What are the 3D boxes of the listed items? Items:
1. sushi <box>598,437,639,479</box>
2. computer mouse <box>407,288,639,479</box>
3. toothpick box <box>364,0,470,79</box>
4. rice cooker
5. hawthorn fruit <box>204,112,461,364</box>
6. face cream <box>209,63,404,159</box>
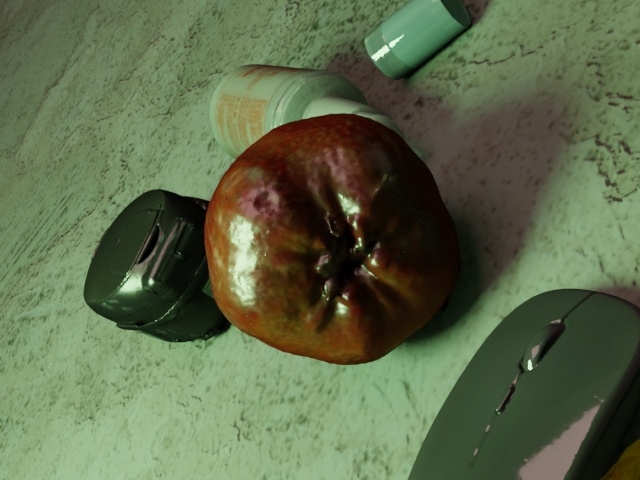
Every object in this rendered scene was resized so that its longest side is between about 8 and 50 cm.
[{"bbox_3d":[0.232,0.098,0.375,0.296,0.179,0.167,-39,51,33],"label":"sushi"},{"bbox_3d":[0.108,0.129,0.602,0.120,0.057,0.232,16,75,58],"label":"computer mouse"},{"bbox_3d":[0.086,-0.187,0.941,0.083,0.052,0.052,-34,37,31],"label":"toothpick box"},{"bbox_3d":[-0.149,0.026,1.013,0.203,0.118,0.142,6,66,58],"label":"rice cooker"},{"bbox_3d":[0.000,0.000,0.777,0.185,0.185,0.202,-58,15,-3],"label":"hawthorn fruit"},{"bbox_3d":[-0.010,-0.105,0.955,0.101,0.101,0.251,-60,30,-6],"label":"face cream"}]
